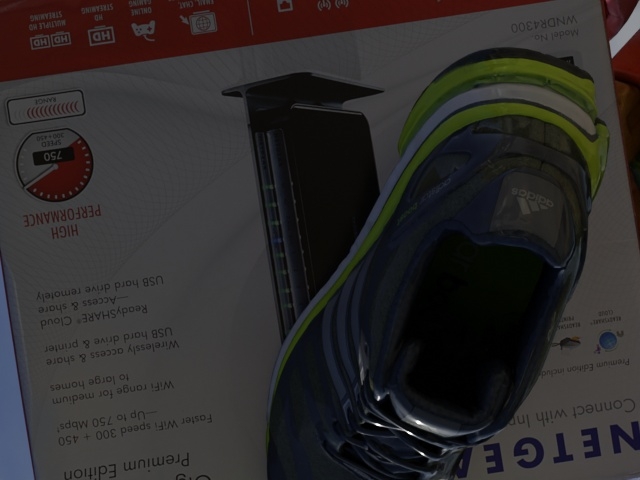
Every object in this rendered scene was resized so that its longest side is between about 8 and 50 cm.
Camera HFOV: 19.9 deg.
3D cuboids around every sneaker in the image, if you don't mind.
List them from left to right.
[{"bbox_3d":[0.041,0.059,0.836,0.121,0.111,0.300,-78,6,-54],"label":"sneaker"}]

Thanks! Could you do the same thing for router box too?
[{"bbox_3d":[0.000,0.000,0.984,0.082,0.336,0.301,145,116,-88],"label":"router box"}]

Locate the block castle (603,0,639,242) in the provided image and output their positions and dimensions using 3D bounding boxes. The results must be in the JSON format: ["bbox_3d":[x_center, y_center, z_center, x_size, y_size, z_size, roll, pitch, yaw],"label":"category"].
[{"bbox_3d":[0.159,-0.077,1.282,0.213,0.303,0.453,-48,-45,-25],"label":"block castle"}]
